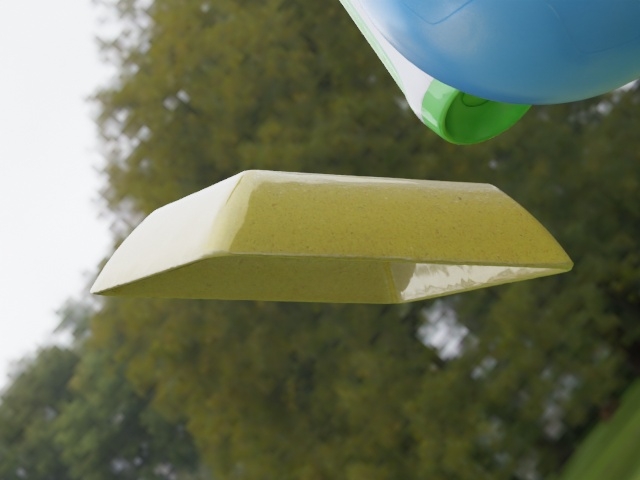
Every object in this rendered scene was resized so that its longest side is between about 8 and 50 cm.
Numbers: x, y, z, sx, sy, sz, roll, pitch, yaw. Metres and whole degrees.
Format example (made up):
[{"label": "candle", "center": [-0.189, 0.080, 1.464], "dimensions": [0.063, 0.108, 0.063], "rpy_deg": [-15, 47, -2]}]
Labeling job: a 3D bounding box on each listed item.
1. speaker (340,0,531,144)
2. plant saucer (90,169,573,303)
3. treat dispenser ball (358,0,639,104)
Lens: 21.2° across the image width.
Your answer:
[{"label": "speaker", "center": [0.088, -0.230, 1.610], "dimensions": [0.131, 0.296, 0.131], "rpy_deg": [-22, -33, -15]}, {"label": "plant saucer", "center": [0.000, 0.000, 1.507], "dimensions": [0.333, 0.332, 0.081], "rpy_deg": [163, 108, -64]}, {"label": "treat dispenser ball", "center": [0.151, -0.238, 1.185], "dimensions": [0.288, 0.288, 0.288], "rpy_deg": [-49, -8, -9]}]
